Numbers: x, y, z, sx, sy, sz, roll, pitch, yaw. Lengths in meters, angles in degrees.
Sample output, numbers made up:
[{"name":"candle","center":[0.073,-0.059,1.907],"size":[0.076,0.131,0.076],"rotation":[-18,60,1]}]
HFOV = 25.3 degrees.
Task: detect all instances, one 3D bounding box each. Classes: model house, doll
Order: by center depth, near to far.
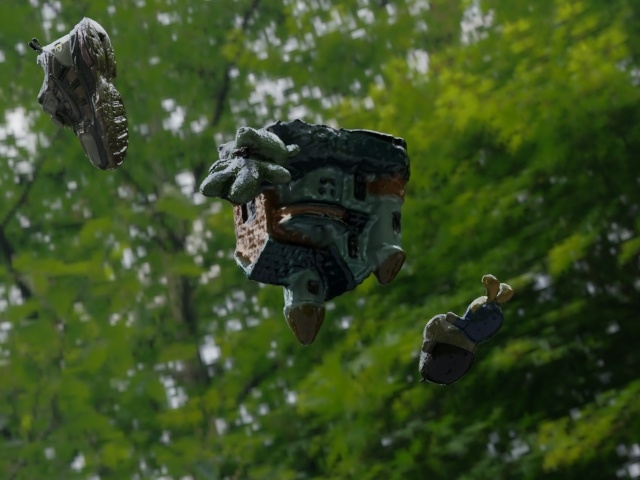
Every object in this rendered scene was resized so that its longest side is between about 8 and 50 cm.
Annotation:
[{"name":"doll","center":[-0.092,-0.096,1.805],"size":[0.115,0.150,0.077],"rotation":[1,-59,23]},{"name":"doll","center":[0.191,0.124,1.961],"size":[0.179,0.089,0.102],"rotation":[-54,-34,5]},{"name":"model house","center":[0.000,0.000,1.980],"size":[0.253,0.291,0.184],"rotation":[11,-19,-40]}]

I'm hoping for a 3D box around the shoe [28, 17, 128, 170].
[{"name":"shoe","center":[-0.286,-0.166,1.670],"size":[0.092,0.180,0.089],"rotation":[-11,-1,10]}]
